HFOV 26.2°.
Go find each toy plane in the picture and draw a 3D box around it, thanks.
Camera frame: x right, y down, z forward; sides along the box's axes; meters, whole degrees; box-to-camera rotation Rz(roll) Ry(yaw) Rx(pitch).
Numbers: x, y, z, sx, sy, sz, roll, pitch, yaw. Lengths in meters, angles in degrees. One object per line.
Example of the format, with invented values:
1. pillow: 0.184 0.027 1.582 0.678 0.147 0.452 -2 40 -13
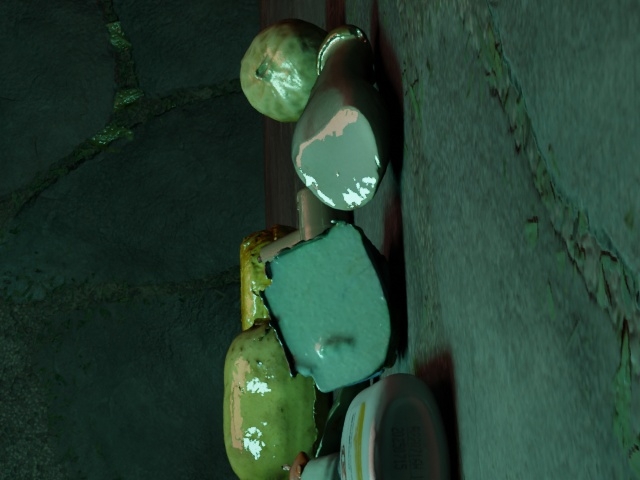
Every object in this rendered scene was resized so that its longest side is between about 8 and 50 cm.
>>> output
1. toy plane: -0.001 0.383 1.891 0.126 0.077 0.194 71 -174 -78

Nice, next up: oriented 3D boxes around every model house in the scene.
1. model house: 0.029 0.061 1.338 0.148 0.119 0.148 65 -162 5

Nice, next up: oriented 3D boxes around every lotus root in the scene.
1. lotus root: -0.062 0.254 2.007 0.146 0.160 0.284 5 -98 -54

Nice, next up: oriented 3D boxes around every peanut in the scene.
1. peanut: -0.038 -0.210 1.747 0.224 0.129 0.129 133 135 -86

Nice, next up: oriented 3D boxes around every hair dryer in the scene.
1. hair dryer: -0.025 0.008 1.711 0.181 0.064 0.117 -25 65 54

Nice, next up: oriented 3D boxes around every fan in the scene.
1. fan: 0.023 0.232 1.512 0.131 0.009 0.240 -34 -41 -51

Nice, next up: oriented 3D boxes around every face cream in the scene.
1. face cream: 0.055 0.190 1.172 0.291 0.071 0.144 119 149 -81

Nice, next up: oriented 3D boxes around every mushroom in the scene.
1. mushroom: 0.026 -0.119 1.339 0.225 0.093 0.116 -84 18 -58

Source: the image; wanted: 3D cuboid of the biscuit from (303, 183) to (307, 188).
1. biscuit: 0.001 -0.009 1.834 0.183 0.047 0.320 -100 10 -45

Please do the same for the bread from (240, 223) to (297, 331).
1. bread: -0.065 0.077 2.164 0.236 0.120 0.198 -117 28 -77

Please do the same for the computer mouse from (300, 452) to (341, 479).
1. computer mouse: 0.033 0.298 1.450 0.231 0.079 0.128 60 -143 -64
